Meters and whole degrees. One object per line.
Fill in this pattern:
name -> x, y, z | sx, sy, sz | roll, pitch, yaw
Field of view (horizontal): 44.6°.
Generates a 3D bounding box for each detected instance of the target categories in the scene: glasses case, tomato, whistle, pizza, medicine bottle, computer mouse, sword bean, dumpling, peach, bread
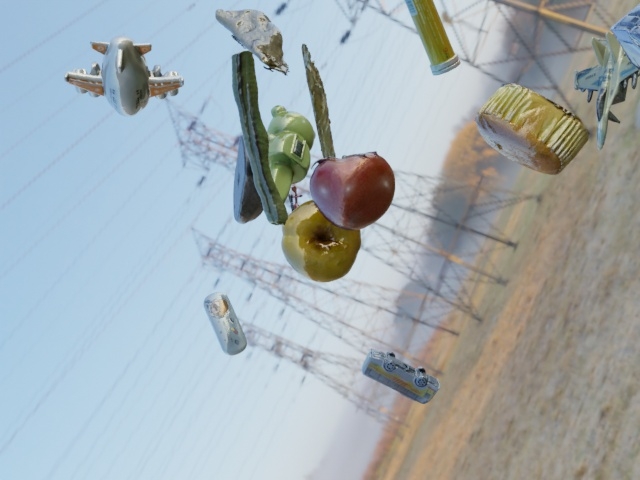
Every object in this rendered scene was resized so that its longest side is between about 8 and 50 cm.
glasses case -> -0.246, 0.213, 2.013 | 0.067, 0.178, 0.045 | -21, -25, -14
tomato -> 0.058, -0.094, 1.507 | 0.167, 0.167, 0.167 | 22, -90, -79
whistle -> -0.081, -0.195, 1.800 | 0.106, 0.131, 0.288 | -27, 40, 41
pizza -> -0.002, -0.291, 1.644 | 0.181, 0.034, 0.262 | -96, -6, -53
medicine bottle -> 0.259, -0.503, 1.844 | 0.218, 0.074, 0.074 | 63, -145, -21
computer mouse -> -0.169, -0.148, 1.974 | 0.269, 0.086, 0.137 | 104, 158, -51
sword bean -> -0.094, -0.152, 1.189 | 0.038, 0.043, 0.269 | -22, -80, -68
dumpling -> -0.138, -0.504, 1.954 | 0.166, 0.332, 0.086 | 12, -59, -40
peach -> 0.000, 0.000, 1.652 | 0.179, 0.179, 0.103 | -66, 6, -10
bread -> 0.380, -0.198, 1.429 | 0.114, 0.190, 0.132 | -51, -15, -7

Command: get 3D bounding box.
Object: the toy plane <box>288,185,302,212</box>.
toy plane -> -0.074, -0.095, 2.382 | 0.060, 0.037, 0.145 | -2, -92, -63

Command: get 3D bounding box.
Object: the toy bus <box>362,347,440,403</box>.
toy bus -> 0.196, 0.333, 1.912 | 0.075, 0.191, 0.064 | -61, 4, 15

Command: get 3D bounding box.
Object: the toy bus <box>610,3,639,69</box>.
toy bus -> 0.417, -0.213, 0.846 | 0.079, 0.094, 0.236 | -46, 27, 9

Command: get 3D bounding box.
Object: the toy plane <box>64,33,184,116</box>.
toy plane -> -0.411, -0.340, 1.641 | 0.244, 0.245, 0.117 | 86, 178, -65

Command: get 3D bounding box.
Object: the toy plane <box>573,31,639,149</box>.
toy plane -> 0.572, -0.295, 1.534 | 0.192, 0.088, 0.261 | -10, 71, 56
